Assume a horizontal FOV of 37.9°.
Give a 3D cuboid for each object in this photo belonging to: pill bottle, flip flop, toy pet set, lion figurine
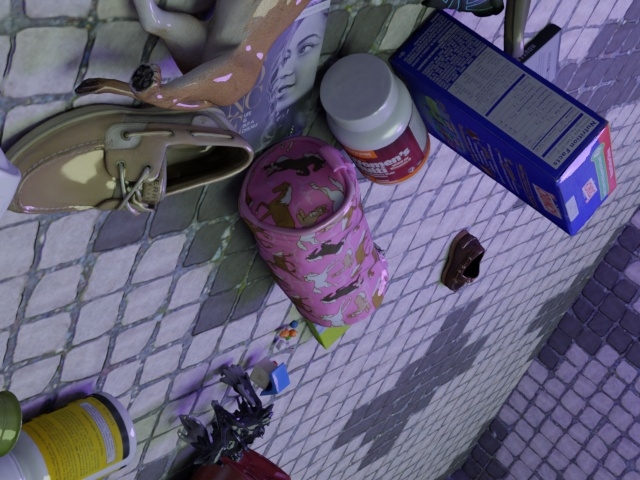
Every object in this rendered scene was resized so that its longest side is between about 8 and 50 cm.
[{"bbox_3d":[-0.369,0.297,1.282,0.208,0.119,0.119,-19,143,-46],"label":"pill bottle"},{"bbox_3d":[0.078,-0.169,1.319,0.121,0.121,0.221,-48,155,-1],"label":"pill bottle"},{"bbox_3d":[0.317,-0.395,1.328,0.112,0.080,0.277,26,75,-72],"label":"flip flop"},{"bbox_3d":[-0.069,0.229,1.701,0.114,0.065,0.122,-34,154,-53],"label":"toy pet set"},{"bbox_3d":[-0.061,-0.254,0.983,0.392,0.142,0.240,-40,159,8],"label":"lion figurine"}]

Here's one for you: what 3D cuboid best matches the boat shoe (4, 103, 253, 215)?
[{"bbox_3d":[-0.205,-0.083,1.015,0.302,0.098,0.109,-21,144,-42],"label":"boat shoe"}]

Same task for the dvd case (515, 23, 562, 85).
[{"bbox_3d":[0.353,-0.269,1.722,0.239,0.029,0.179,-42,154,-13],"label":"dvd case"}]

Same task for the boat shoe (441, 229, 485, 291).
[{"bbox_3d":[0.326,0.062,2.111,0.073,0.073,0.207,-39,155,-21],"label":"boat shoe"}]

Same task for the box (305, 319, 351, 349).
[{"bbox_3d":[0.023,0.130,1.756,0.109,0.042,0.178,-43,155,-12],"label":"box"}]

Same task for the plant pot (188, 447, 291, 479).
[{"bbox_3d":[-0.185,0.554,1.811,0.265,0.272,0.272,-57,155,2],"label":"plant pot"}]

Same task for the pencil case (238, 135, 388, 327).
[{"bbox_3d":[0.000,0.000,1.399,0.386,0.160,0.167,64,46,-63],"label":"pencil case"}]

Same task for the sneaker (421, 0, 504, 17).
[{"bbox_3d":[0.182,-0.363,1.270,0.106,0.101,0.267,-21,169,16],"label":"sneaker"}]

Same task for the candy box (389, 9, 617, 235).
[{"bbox_3d":[0.283,-0.172,1.407,0.122,0.317,0.268,-48,155,0],"label":"candy box"}]

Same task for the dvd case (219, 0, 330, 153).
[{"bbox_3d":[-0.066,-0.198,1.169,0.165,0.018,0.221,-30,149,-33],"label":"dvd case"}]

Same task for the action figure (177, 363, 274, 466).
[{"bbox_3d":[-0.164,0.313,1.617,0.164,0.141,0.275,-41,170,-10],"label":"action figure"}]

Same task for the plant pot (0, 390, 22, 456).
[{"bbox_3d":[-0.427,0.223,1.147,0.079,0.083,0.083,19,112,-49],"label":"plant pot"}]

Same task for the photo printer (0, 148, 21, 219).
[{"bbox_3d":[-0.410,-0.024,0.764,0.256,0.107,0.307,-48,156,2],"label":"photo printer"}]
